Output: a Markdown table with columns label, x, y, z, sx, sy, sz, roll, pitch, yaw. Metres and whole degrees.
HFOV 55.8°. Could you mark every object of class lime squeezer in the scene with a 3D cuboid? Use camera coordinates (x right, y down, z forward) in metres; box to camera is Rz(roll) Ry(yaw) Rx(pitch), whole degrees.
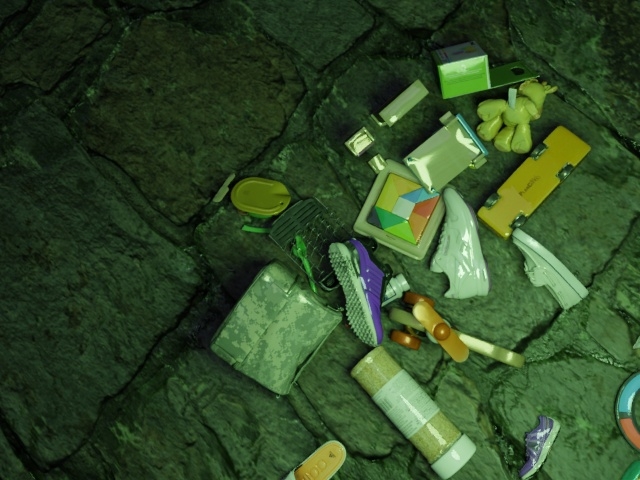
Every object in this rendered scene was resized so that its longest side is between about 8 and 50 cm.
| label | x | y | z | sx | sy | sz | roll | pitch | yaw |
| --- | --- | --- | --- | --- | --- | --- | --- | --- | --- |
| lime squeezer | -0.093 | 0.024 | 1.745 | 0.310 | 0.059 | 0.110 | 42 | 89 | 15 |

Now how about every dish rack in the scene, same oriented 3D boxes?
| label | x | y | z | sx | sy | sz | roll | pitch | yaw |
| --- | --- | --- | --- | --- | --- | --- | --- | --- | --- |
| dish rack | 0.000 | 0.000 | 1.685 | 0.208 | 0.074 | 0.271 | -40 | 75 | -23 |

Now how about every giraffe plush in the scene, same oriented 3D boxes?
| label | x | y | z | sx | sy | sz | roll | pitch | yaw |
| --- | --- | --- | --- | --- | --- | --- | --- | --- | --- |
| giraffe plush | 0.545 | -0.365 | 1.649 | 0.181 | 0.210 | 0.170 | 36 | 59 | 19 |

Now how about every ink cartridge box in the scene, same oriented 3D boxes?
| label | x | y | z | sx | sy | sz | roll | pitch | yaw |
| --- | --- | --- | --- | --- | --- | --- | --- | --- | --- |
| ink cartridge box | 0.445 | -0.486 | 1.664 | 0.255 | 0.189 | 0.097 | -12 | 118 | 9 |

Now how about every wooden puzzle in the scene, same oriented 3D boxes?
| label | x | y | z | sx | sy | sz | roll | pitch | yaw |
| --- | --- | --- | --- | --- | --- | --- | --- | --- | --- |
| wooden puzzle | 0.235 | -0.092 | 1.707 | 0.220 | 0.044 | 0.239 | 25 | 85 | 16 |

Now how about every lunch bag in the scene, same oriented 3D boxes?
| label | x | y | z | sx | sy | sz | roll | pitch | yaw |
| --- | --- | --- | --- | --- | --- | --- | --- | --- | --- |
| lunch bag | -0.116 | 0.238 | 1.625 | 0.256 | 0.212 | 0.305 | 37 | 93 | 1 |

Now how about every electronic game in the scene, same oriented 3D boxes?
| label | x | y | z | sx | sy | sz | roll | pitch | yaw |
| --- | --- | --- | --- | --- | --- | --- | --- | --- | --- |
| electronic game | 0.841 | 0.423 | 1.476 | 0.229 | 0.048 | 0.230 | -2 | 78 | 11 |

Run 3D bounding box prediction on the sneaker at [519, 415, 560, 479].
| label | x | y | z | sx | sy | sz | roll | pitch | yaw |
| --- | --- | --- | --- | --- | --- | --- | --- | --- | --- |
| sneaker | 0.540 | 0.521 | 1.520 | 0.071 | 0.068 | 0.170 | 24 | 76 | 30 |

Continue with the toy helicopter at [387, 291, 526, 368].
| label | x | y | z | sx | sy | sz | roll | pitch | yaw |
| --- | --- | --- | --- | --- | --- | --- | --- | --- | --- |
| toy helicopter | 0.339 | 0.238 | 1.519 | 0.354 | 0.235 | 0.140 | 20 | 83 | 14 |

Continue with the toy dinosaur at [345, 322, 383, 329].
| label | x | y | z | sx | sy | sz | roll | pitch | yaw |
| --- | --- | --- | --- | --- | --- | --- | --- | --- | --- |
| toy dinosaur | 0.127 | 0.239 | 1.652 | 0.082 | 0.090 | 0.047 | -3 | 94 | 42 |

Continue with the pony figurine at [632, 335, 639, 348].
| label | x | y | z | sx | sy | sz | roll | pitch | yaw |
| --- | --- | --- | --- | --- | --- | --- | --- | --- | --- |
| pony figurine | 0.967 | 0.177 | 1.409 | 0.350 | 0.303 | 0.364 | 18 | 68 | 6 |

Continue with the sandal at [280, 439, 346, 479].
| label | x | y | z | sx | sy | sz | roll | pitch | yaw |
| --- | --- | --- | --- | --- | --- | --- | --- | --- | --- |
| sandal | -0.042 | 0.636 | 1.599 | 0.102 | 0.076 | 0.265 | 41 | 89 | 16 |

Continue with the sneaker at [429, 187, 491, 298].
| label | x | y | z | sx | sy | sz | roll | pitch | yaw |
| --- | --- | --- | --- | --- | --- | --- | --- | --- | --- |
| sneaker | 0.355 | 0.010 | 1.619 | 0.152 | 0.114 | 0.306 | -13 | 80 | 10 |

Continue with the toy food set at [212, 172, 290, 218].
| label | x | y | z | sx | sy | sz | roll | pitch | yaw |
| --- | --- | --- | --- | --- | --- | --- | --- | --- | --- |
| toy food set | -0.192 | -0.119 | 1.795 | 0.217 | 0.071 | 0.128 | 14 | 58 | 12 |

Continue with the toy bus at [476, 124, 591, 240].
| label | x | y | z | sx | sy | sz | roll | pitch | yaw |
| --- | --- | --- | --- | --- | --- | --- | --- | --- | --- |
| toy bus | 0.562 | -0.148 | 1.606 | 0.108 | 0.130 | 0.333 | 43 | 90 | 15 |

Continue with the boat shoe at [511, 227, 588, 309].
| label | x | y | z | sx | sy | sz | roll | pitch | yaw |
| --- | --- | --- | --- | --- | --- | --- | --- | --- | --- |
| boat shoe | 0.568 | 0.077 | 1.542 | 0.267 | 0.096 | 0.088 | 40 | 101 | -20 |

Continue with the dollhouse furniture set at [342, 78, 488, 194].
| label | x | y | z | sx | sy | sz | roll | pitch | yaw |
| --- | --- | --- | --- | --- | --- | --- | --- | --- | --- |
| dollhouse furniture set | 0.263 | -0.253 | 1.706 | 0.286 | 0.198 | 0.303 | -40 | 98 | 5 |

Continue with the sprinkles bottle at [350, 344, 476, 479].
| label | x | y | z | sx | sy | sz | roll | pitch | yaw |
| --- | --- | --- | --- | --- | --- | --- | --- | --- | --- |
| sprinkles bottle | 0.234 | 0.437 | 1.559 | 0.121 | 0.121 | 0.355 | -43 | 74 | 1 |

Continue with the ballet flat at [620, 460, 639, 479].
| label | x | y | z | sx | sy | sz | roll | pitch | yaw |
| --- | --- | --- | --- | --- | --- | --- | --- | --- | --- |
| ballet flat | 0.724 | 0.634 | 1.448 | 0.077 | 0.077 | 0.231 | 44 | 88 | 0 |

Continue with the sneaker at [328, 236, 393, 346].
| label | x | y | z | sx | sy | sz | roll | pitch | yaw |
| --- | --- | --- | --- | --- | --- | --- | --- | --- | --- |
| sneaker | 0.135 | 0.126 | 1.582 | 0.146 | 0.102 | 0.294 | -20 | 96 | -26 |

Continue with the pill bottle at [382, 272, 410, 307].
| label | x | y | z | sx | sy | sz | roll | pitch | yaw |
| --- | --- | --- | --- | --- | --- | --- | --- | --- | --- |
| pill bottle | 0.182 | 0.140 | 1.658 | 0.120 | 0.067 | 0.067 | -31 | 74 | 4 |
